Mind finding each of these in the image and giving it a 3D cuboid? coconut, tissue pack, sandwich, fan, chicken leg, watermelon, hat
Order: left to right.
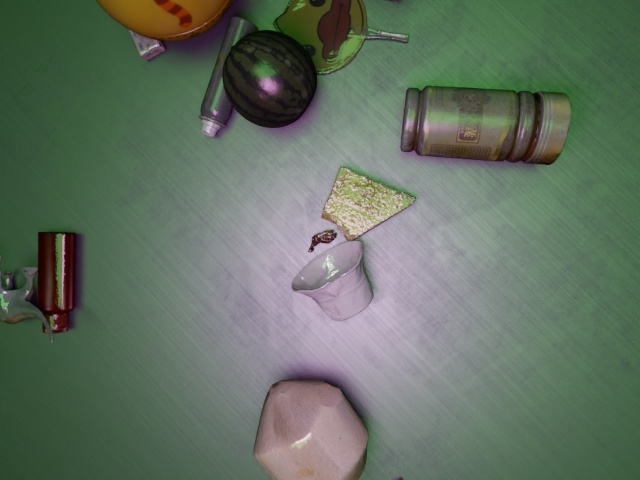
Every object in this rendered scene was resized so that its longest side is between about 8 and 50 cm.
[{"bbox_3d":[-0.438,-0.509,1.144,0.062,0.042,0.083,-26,86,8],"label":"tissue pack"},{"bbox_3d":[-0.115,-0.363,1.021,0.212,0.212,0.212,0,91,8],"label":"watermelon"},{"bbox_3d":[-0.030,0.431,1.009,0.237,0.237,0.266,-38,85,7],"label":"coconut"},{"bbox_3d":[0.000,-0.002,1.102,0.083,0.021,0.036,-27,103,8],"label":"chicken leg"},{"bbox_3d":[0.046,-0.510,1.091,0.335,0.011,0.229,10,92,8],"label":"fan"},{"bbox_3d":[0.044,0.103,1.037,0.203,0.203,0.126,-31,109,7],"label":"hat"},{"bbox_3d":[0.105,-0.066,1.071,0.193,0.058,0.162,23,96,5],"label":"sandwich"}]

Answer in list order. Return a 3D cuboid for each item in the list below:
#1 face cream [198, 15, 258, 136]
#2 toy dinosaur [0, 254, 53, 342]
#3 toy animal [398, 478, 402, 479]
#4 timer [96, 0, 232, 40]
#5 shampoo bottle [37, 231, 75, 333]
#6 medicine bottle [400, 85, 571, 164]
[{"bbox_3d":[-0.228,-0.392,1.101,0.073,0.073,0.283,20,94,7],"label":"face cream"},{"bbox_3d":[-0.776,0.146,1.154,0.393,0.092,0.205,27,112,16],"label":"toy dinosaur"},{"bbox_3d":[0.206,0.654,1.064,0.182,0.131,0.127,-26,119,15],"label":"toy animal"},{"bbox_3d":[-0.349,-0.622,0.952,0.376,0.387,0.376,0,90,1],"label":"timer"},{"bbox_3d":[-0.687,0.108,1.178,0.102,0.064,0.260,2,91,18],"label":"shampoo bottle"},{"bbox_3d":[0.342,-0.251,0.983,0.323,0.151,0.151,6,92,8],"label":"medicine bottle"}]
